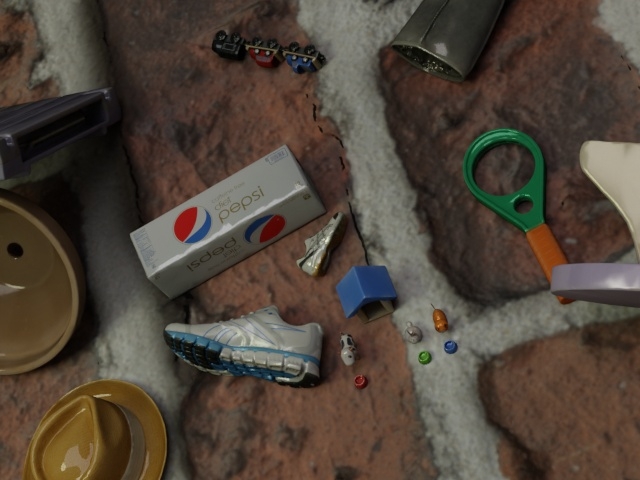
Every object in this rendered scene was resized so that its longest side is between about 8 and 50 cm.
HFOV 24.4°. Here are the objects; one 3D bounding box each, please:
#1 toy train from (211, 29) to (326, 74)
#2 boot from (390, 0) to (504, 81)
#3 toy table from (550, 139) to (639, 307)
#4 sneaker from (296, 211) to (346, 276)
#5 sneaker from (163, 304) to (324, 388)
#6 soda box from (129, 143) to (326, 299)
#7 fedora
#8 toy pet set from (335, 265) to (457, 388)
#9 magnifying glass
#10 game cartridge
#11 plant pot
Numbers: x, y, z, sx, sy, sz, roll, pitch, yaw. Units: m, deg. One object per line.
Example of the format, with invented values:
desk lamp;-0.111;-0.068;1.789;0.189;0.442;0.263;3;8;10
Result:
toy train;-0.067;-0.233;1.844;0.158;0.027;0.036;12;74;25
boot;0.150;-0.308;1.786;0.190;0.076;0.208;30;85;31
toy table;0.374;-0.014;1.469;0.274;0.252;0.160;6;83;11
sneaker;0.000;0.000;1.704;0.037;0.032;0.083;21;73;27
sneaker;-0.082;0.109;1.667;0.191;0.071;0.082;10;63;15
soda box;-0.108;-0.021;1.728;0.216;0.074;0.069;-29;59;5
fedora;-0.267;0.238;1.657;0.194;0.079;0.194;-8;62;16
toy pet set;0.070;0.084;1.618;0.122;0.065;0.114;-23;60;7
magnifying glass;0.231;-0.029;1.642;0.092;0.026;0.231;-27;57;6
game cartridge;-0.403;-0.110;1.753;0.230;0.355;0.068;-13;102;17
plant pot;-0.379;0.032;1.752;0.237;0.237;0.109;-6;23;17
